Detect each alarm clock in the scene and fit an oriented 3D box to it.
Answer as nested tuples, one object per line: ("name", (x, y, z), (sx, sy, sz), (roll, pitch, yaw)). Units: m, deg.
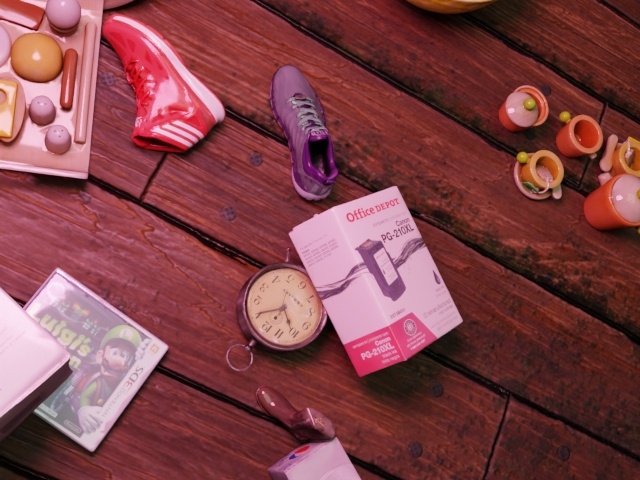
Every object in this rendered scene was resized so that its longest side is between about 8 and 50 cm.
("alarm clock", (-0.069, 0.113, 1.132), (0.129, 0.064, 0.192), (44, 64, -5))

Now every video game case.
("video game case", (-0.333, 0.160, 1.050), (0.190, 0.022, 0.173), (37, 68, -8))

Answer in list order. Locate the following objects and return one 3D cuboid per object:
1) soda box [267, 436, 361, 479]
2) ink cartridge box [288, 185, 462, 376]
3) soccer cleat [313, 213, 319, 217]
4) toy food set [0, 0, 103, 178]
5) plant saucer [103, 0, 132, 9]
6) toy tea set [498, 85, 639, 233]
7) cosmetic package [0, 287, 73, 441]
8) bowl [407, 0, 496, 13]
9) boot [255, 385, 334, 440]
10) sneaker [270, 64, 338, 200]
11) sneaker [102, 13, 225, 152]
("soda box", (0.043, 0.419, 1.082), (0.091, 0.098, 0.286), (-29, 88, -23))
("ink cartridge box", (0.084, 0.054, 1.151), (0.172, 0.100, 0.237), (-22, 84, -49))
("soccer cleat", (0.000, 0.000, 1.204), (0.036, 0.029, 0.083), (-16, 88, -27))
("toy food set", (-0.420, -0.243, 1.070), (0.220, 0.092, 0.306), (6, 79, -18))
("plant saucer", (-0.339, -0.454, 1.083), (0.278, 0.277, 0.041), (7, 44, -18))
("toy tea set", (0.458, -0.148, 1.350), (0.336, 0.124, 0.200), (23, 71, -14))
("cosmetic package", (-0.481, 0.065, 0.903), (0.385, 0.217, 0.156), (46, 67, -1))
("bowl", (0.194, -0.498, 1.322), (0.290, 0.156, 0.289), (5, 75, -19))
("boot", (-0.036, 0.239, 1.086), (0.106, 0.114, 0.037), (43, 67, -6))
("sneaker", (-0.014, -0.179, 1.203), (0.083, 0.098, 0.223), (-13, 82, -22))
("sneaker", (-0.256, -0.220, 1.135), (0.221, 0.087, 0.128), (41, 66, -5))
